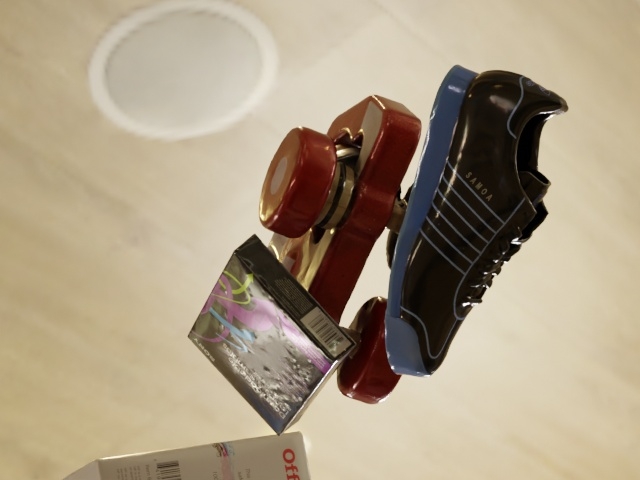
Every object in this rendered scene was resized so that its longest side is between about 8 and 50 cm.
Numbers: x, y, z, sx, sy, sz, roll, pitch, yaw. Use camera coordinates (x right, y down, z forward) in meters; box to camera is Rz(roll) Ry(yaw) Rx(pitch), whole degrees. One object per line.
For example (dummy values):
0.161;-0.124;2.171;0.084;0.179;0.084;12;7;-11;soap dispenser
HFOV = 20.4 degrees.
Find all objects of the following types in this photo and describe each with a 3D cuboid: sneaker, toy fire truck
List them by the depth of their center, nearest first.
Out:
0.111;-0.007;1.274;0.090;0.232;0.081;15;9;21;sneaker
0.000;0.000;1.697;0.169;0.254;0.302;19;-79;-17;toy fire truck

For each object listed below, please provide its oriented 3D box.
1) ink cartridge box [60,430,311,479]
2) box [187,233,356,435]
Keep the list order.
-0.159;0.361;2.186;0.270;0.198;0.197;-5;-14;-26;ink cartridge box
-0.042;0.078;1.395;0.029;0.116;0.162;-38;-11;-29;box
